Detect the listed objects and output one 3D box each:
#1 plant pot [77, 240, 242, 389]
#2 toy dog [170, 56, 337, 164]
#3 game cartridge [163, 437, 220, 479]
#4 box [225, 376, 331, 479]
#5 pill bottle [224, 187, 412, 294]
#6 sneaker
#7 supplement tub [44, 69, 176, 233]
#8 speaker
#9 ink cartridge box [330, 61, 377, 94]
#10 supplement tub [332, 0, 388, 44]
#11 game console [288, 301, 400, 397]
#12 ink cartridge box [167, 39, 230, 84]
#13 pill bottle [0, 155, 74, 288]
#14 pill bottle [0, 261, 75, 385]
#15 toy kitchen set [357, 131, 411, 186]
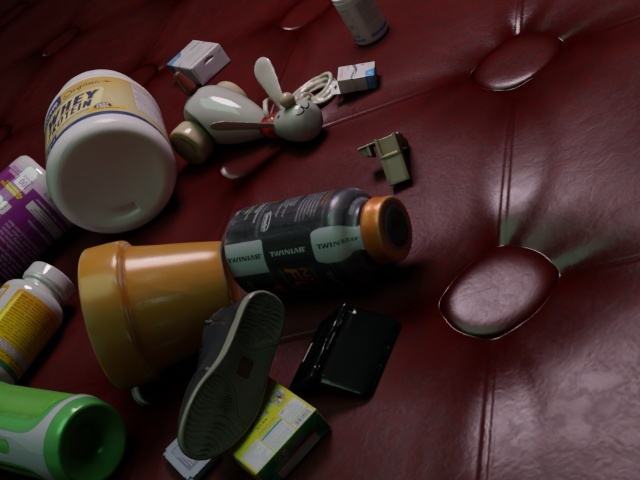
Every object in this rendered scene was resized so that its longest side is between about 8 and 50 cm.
[{"bbox_3d":[-0.212,0.085,1.341,0.187,0.205,0.205,-16,35,2],"label":"plant pot"},{"bbox_3d":[-0.149,-0.250,1.724,0.333,0.161,0.220,-14,39,30],"label":"toy dog"},{"bbox_3d":[-0.161,0.269,1.207,0.056,0.017,0.083,-47,34,-12],"label":"game cartridge"},{"bbox_3d":[-0.079,0.221,1.171,0.105,0.043,0.179,-45,36,-15],"label":"box"},{"bbox_3d":[0.000,0.000,1.298,0.245,0.130,0.130,-10,41,35],"label":"pill bottle"},{"bbox_3d":[-0.123,0.171,1.184,0.118,0.083,0.222,-23,35,57],"label":"sneaker"},{"bbox_3d":[-0.399,-0.178,1.797,0.228,0.228,0.316,-33,33,3],"label":"supplement tub"},{"bbox_3d":[-0.402,0.265,1.329,0.296,0.131,0.131,-1,46,41],"label":"speaker"},{"bbox_3d":[0.057,-0.285,1.686,0.083,0.028,0.048,-8,39,11],"label":"ink cartridge box"},{"bbox_3d":[0.074,-0.428,1.799,0.071,0.107,0.071,-23,34,17],"label":"supplement tub"},{"bbox_3d":[0.029,0.146,1.197,0.107,0.071,0.122,-44,15,52],"label":"game console"},{"bbox_3d":[-0.269,-0.393,2.117,0.088,0.052,0.122,-46,33,-15],"label":"ink cartridge box"},{"bbox_3d":[-0.619,-0.006,1.830,0.301,0.169,0.169,-46,34,-13],"label":"pill bottle"},{"bbox_3d":[-0.502,0.139,1.588,0.117,0.118,0.208,-2,45,40],"label":"pill bottle"},{"bbox_3d":[0.101,-0.116,1.449,0.068,0.075,0.083,-20,-4,17],"label":"toy kitchen set"}]
